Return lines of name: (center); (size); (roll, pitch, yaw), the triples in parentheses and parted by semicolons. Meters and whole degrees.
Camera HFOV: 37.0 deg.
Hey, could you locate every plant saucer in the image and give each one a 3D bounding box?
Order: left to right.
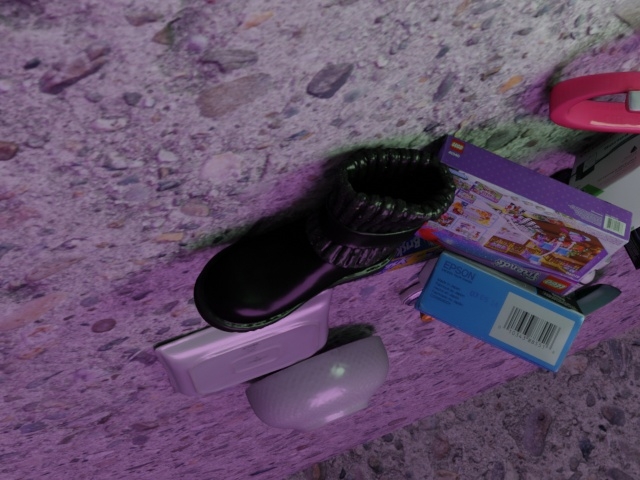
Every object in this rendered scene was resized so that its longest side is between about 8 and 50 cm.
plant saucer: (0.631, 0.186, 2.505); (0.318, 0.043, 0.317); (-26, 175, -2)

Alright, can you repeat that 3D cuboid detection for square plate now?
square plate: (-0.136, 0.217, 1.888); (0.347, 0.049, 0.344); (-19, 160, -9)

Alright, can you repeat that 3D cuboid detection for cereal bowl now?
cereal bowl: (0.007, 0.341, 2.158); (0.339, 0.141, 0.339); (-21, 168, -5)

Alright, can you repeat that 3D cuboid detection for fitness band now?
fitness band: (0.459, -0.183, 1.301); (0.291, 0.054, 0.209); (3, 179, -3)

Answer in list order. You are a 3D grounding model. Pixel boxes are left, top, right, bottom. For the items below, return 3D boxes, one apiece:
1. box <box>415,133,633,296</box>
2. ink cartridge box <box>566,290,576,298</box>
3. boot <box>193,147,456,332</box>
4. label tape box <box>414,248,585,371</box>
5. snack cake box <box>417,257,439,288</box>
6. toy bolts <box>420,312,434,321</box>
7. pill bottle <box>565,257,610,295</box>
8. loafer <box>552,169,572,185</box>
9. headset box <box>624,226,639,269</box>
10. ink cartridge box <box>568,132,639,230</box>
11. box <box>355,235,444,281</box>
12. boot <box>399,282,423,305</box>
box: (0.280, -0.031, 1.424); (0.293, 0.057, 0.201); (23, 149, -5)
ink cartridge box: (0.529, 0.149, 2.402); (0.224, 0.045, 0.223); (-26, 161, 8)
boot: (-0.001, -0.004, 1.330); (0.348, 0.131, 0.260); (-25, 169, -23)
label tape box: (0.301, 0.100, 1.611); (0.106, 0.241, 0.334); (-66, 171, 7)
snack cake box: (0.342, 0.046, 1.882); (0.264, 0.089, 0.152); (-15, 158, -18)
toy bolts: (0.362, 0.178, 2.136); (0.228, 0.158, 0.218); (1, 150, -47)
pill bottle: (0.527, 0.061, 2.083); (0.193, 0.108, 0.108); (-36, 156, 33)
loafer: (0.498, -0.086, 1.718); (0.223, 0.078, 0.076); (-7, 156, -36)
headset box: (0.748, -0.080, 1.912); (0.246, 0.131, 0.283); (-20, 160, -3)
ink cartridge box: (0.473, -0.097, 1.506); (0.153, 0.087, 0.208); (-37, -168, 35)
box: (0.127, 0.016, 1.635); (0.169, 0.054, 0.059); (-15, 159, -16)
boot: (0.265, 0.116, 1.985); (0.190, 0.086, 0.069); (-21, 160, -3)
